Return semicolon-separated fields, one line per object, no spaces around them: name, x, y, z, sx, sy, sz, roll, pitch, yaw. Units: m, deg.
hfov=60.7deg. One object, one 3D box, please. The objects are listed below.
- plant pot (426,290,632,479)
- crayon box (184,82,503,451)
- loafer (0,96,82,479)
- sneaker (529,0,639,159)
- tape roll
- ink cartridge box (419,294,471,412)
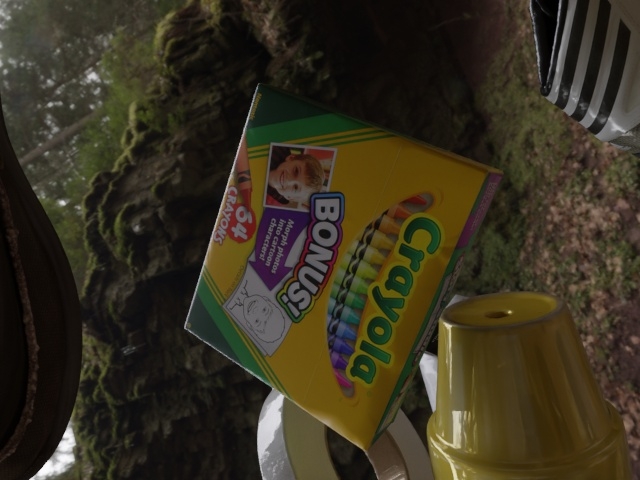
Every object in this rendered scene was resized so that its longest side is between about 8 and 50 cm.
plant pot;0.260;0.203;0.733;0.254;0.253;0.239;-26;-75;-66
crayon box;0.010;0.024;0.711;0.313;0.363;0.106;27;-163;26
loafer;-0.236;-0.032;0.283;0.130;0.133;0.366;162;92;-85
sneaker;0.385;-0.310;0.549;0.257;0.448;0.169;31;-175;2
tape roll;0.060;0.386;0.937;0.392;0.072;0.392;36;-154;-21
ink cartridge box;0.312;0.315;1.220;0.176;0.069;0.371;-43;-49;-32
